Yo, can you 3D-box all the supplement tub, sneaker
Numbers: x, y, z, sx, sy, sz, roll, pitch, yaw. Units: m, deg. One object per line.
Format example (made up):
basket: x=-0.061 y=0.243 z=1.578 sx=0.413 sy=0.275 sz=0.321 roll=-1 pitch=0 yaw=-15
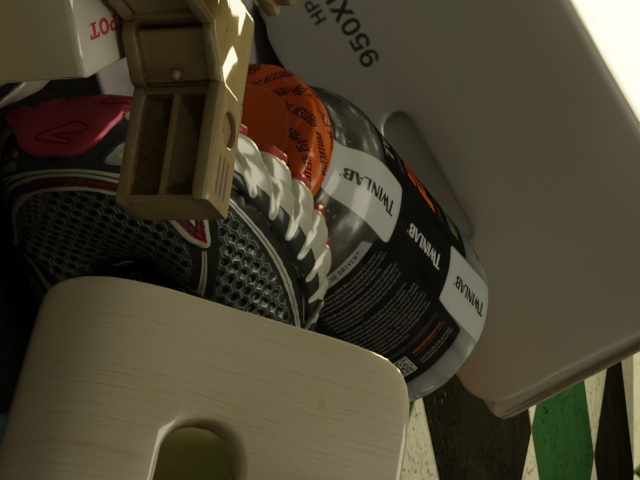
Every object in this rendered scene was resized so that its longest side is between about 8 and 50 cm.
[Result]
supplement tub: x=0.000 y=0.000 z=0.731 sx=0.190 sy=0.117 sz=0.117 roll=46 pitch=45 yaw=-51
sneaker: x=-0.051 y=0.064 z=0.595 sx=0.299 sy=0.121 sz=0.112 roll=71 pitch=27 yaw=-43

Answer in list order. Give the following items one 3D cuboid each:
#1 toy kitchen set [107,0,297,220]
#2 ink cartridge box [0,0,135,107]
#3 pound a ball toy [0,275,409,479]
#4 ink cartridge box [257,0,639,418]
toy kitchen set: x=-0.036 y=-0.056 z=0.442 sx=0.083 sy=0.068 sz=0.075 roll=51 pitch=42 yaw=-62
ink cartridge box: x=-0.106 y=-0.112 z=0.486 sx=0.092 sy=0.090 sz=0.143 roll=-48 pitch=133 yaw=-64
pound a ball toy: x=-0.089 y=0.194 z=0.437 sx=0.208 sy=0.136 sz=0.319 roll=127 pitch=-23 yaw=-63
ink cartridge box: x=0.152 y=-0.086 z=0.988 sx=0.285 sy=0.166 sz=0.395 roll=59 pitch=21 yaw=-1
